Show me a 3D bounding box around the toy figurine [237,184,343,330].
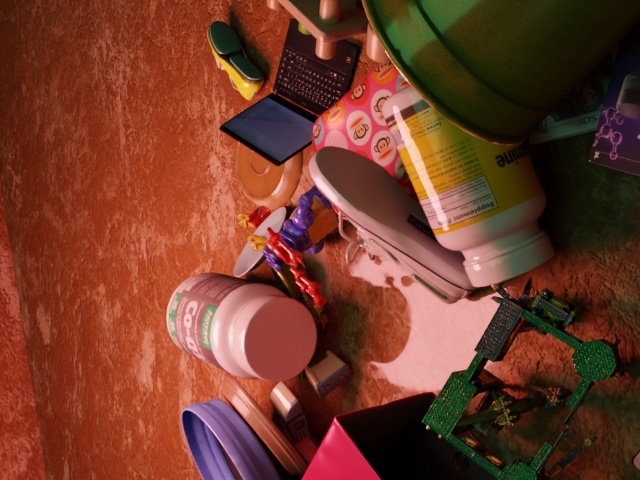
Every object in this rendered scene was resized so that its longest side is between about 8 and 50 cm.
[{"bbox_3d":[0.000,0.000,1.750,0.191,0.217,0.362,38,164,26],"label":"toy figurine"}]

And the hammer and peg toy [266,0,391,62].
[{"bbox_3d":[0.079,-0.426,1.557,0.361,0.266,0.127,50,149,34],"label":"hammer and peg toy"}]

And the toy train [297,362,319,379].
[{"bbox_3d":[-0.024,0.283,1.868,0.083,0.017,0.023,-28,60,46],"label":"toy train"}]

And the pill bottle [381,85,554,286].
[{"bbox_3d":[0.244,-0.104,1.379,0.188,0.188,0.333,-21,94,47],"label":"pill bottle"}]

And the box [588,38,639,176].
[{"bbox_3d":[0.519,-0.161,1.164,0.261,0.103,0.184,25,113,46],"label":"box"}]

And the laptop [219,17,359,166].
[{"bbox_3d":[-0.072,-0.316,1.805,0.234,0.137,0.264,35,117,42],"label":"laptop"}]

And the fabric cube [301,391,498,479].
[{"bbox_3d":[0.137,0.461,1.511,0.254,0.259,0.258,48,127,36],"label":"fabric cube"}]

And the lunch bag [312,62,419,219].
[{"bbox_3d":[0.123,-0.166,1.601,0.293,0.120,0.258,-34,67,44],"label":"lunch bag"}]

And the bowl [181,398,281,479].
[{"bbox_3d":[-0.178,0.525,1.901,0.391,0.077,0.391,44,149,35],"label":"bowl"}]

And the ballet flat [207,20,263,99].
[{"bbox_3d":[-0.206,-0.414,2.008,0.231,0.077,0.077,56,146,29],"label":"ballet flat"}]

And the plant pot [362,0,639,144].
[{"bbox_3d":[0.304,-0.379,1.172,0.353,0.367,0.366,-38,64,40],"label":"plant pot"}]

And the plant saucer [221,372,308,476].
[{"bbox_3d":[-0.124,0.400,1.838,0.278,0.041,0.278,48,167,14],"label":"plant saucer"}]

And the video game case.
[{"bbox_3d":[0.393,-0.261,1.361,0.173,0.022,0.190,-11,83,48],"label":"video game case"}]

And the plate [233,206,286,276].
[{"bbox_3d":[-0.126,0.008,1.899,0.188,0.024,0.188,-47,18,21],"label":"plate"}]

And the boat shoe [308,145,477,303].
[{"bbox_3d":[0.114,-0.010,1.523,0.367,0.135,0.156,34,135,-4],"label":"boat shoe"}]

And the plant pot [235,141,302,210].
[{"bbox_3d":[-0.127,-0.185,1.954,0.236,0.032,0.236,4,96,48],"label":"plant pot"}]

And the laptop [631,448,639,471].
[{"bbox_3d":[0.531,0.328,0.968,0.382,0.236,0.407,47,140,29],"label":"laptop"}]

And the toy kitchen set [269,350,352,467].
[{"bbox_3d":[0.008,0.363,1.803,0.122,0.166,0.207,45,160,39],"label":"toy kitchen set"}]

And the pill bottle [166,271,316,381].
[{"bbox_3d":[-0.173,0.184,1.857,0.361,0.204,0.204,6,97,57],"label":"pill bottle"}]

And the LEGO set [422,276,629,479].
[{"bbox_3d":[0.331,0.238,1.373,0.255,0.192,0.331,24,97,26],"label":"LEGO set"}]
